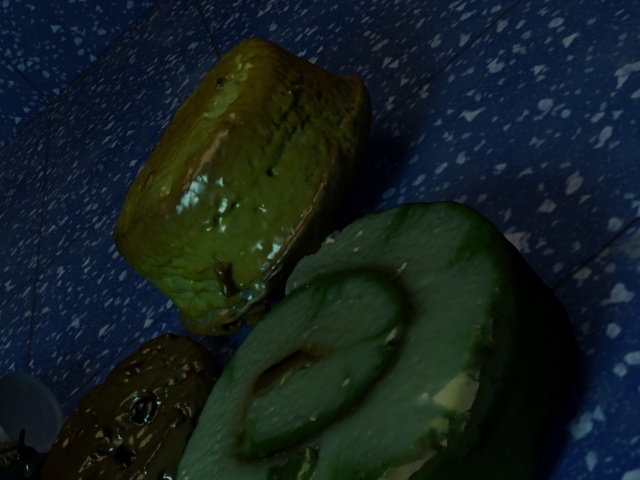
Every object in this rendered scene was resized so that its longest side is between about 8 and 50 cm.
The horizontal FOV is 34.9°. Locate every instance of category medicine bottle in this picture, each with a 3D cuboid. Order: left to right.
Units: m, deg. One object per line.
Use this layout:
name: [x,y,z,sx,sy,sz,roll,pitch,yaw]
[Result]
medicine bottle: [-0.457,0.277,1.346,0.225,0.139,0.139,-34,29,21]

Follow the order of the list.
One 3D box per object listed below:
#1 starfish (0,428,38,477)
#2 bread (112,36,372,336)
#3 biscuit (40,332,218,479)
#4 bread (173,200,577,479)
starfish: [-0.406,0.288,0.982,0.303,0.113,0.312,-44,44,-15]
bread: [-0.102,-0.069,1.227,0.337,0.204,0.358,-36,28,52]
biscuit: [-0.228,0.225,1.170,0.296,0.075,0.296,-34,29,22]
bread: [0.033,0.129,0.878,0.366,0.129,0.382,-34,29,22]
